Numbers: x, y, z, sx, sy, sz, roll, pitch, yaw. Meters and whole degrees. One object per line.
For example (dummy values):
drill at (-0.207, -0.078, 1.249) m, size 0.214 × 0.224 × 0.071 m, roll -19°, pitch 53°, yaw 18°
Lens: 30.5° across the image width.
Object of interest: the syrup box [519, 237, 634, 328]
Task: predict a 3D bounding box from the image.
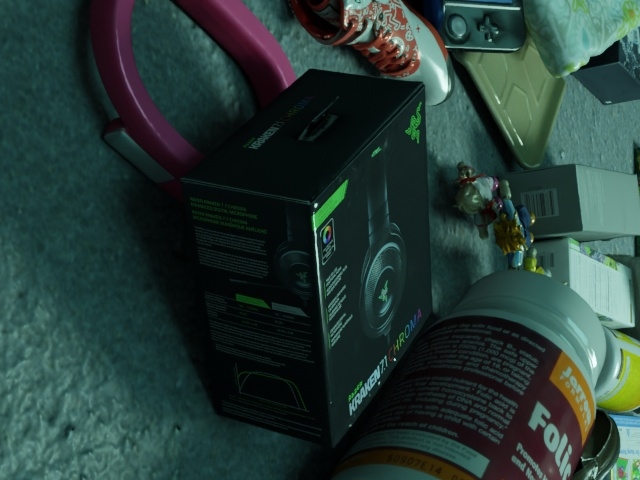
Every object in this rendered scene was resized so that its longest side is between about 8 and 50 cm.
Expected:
syrup box at (0.372, 0.069, 1.720) m, size 0.237 × 0.093 × 0.096 m, roll 18°, pitch 69°, yaw -52°

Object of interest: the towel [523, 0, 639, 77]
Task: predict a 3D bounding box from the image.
towel at (0.381, -0.445, 1.754) m, size 0.374 × 0.090 × 0.320 m, roll -34°, pitch 97°, yaw -43°

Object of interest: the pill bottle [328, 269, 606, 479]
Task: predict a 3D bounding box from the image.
pill bottle at (0.172, 0.216, 1.293) m, size 0.392 × 0.224 × 0.224 m, roll -51°, pitch 124°, yaw -46°

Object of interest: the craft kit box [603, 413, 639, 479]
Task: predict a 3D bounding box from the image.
craft kit box at (0.483, 0.401, 1.851) m, size 0.250 × 0.061 × 0.246 m, roll 16°, pitch 69°, yaw -53°

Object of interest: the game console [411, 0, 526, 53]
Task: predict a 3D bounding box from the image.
game console at (0.188, -0.396, 1.465) m, size 0.250 × 0.173 × 0.293 m, roll -3°, pitch 87°, yaw -30°

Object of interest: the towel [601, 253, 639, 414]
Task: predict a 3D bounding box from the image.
towel at (0.521, 0.153, 1.841) m, size 0.049 × 0.187 × 0.282 m, roll -27°, pitch 106°, yaw -32°

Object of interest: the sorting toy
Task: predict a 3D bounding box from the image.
sorting toy at (0.285, -0.279, 1.718) m, size 0.229 × 0.041 × 0.307 m, roll 51°, pitch 45°, yaw -30°

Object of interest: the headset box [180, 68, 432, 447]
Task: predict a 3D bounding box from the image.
headset box at (0.000, 0.000, 1.105) m, size 0.246 × 0.131 × 0.283 m, roll -47°, pitch 140°, yaw -49°

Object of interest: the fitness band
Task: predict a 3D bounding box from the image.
fitness band at (-0.111, -0.144, 1.112) m, size 0.291 × 0.054 × 0.209 m, roll 41°, pitch 51°, yaw -45°

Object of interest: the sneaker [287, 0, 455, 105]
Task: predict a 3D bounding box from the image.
sneaker at (0.051, -0.236, 1.330) m, size 0.270 × 0.090 × 0.145 m, roll 59°, pitch 42°, yaw -24°

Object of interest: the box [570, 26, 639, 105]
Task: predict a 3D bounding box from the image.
box at (0.486, -0.330, 1.960) m, size 0.156 × 0.093 × 0.158 m, roll 24°, pitch 65°, yaw -51°

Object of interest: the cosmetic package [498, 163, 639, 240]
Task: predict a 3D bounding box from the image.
cosmetic package at (0.368, -0.049, 1.711) m, size 0.238 × 0.127 × 0.107 m, roll -2°, pitch 85°, yaw -57°

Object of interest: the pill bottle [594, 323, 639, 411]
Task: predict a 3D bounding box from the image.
pill bottle at (0.428, 0.192, 1.755) m, size 0.215 × 0.117 × 0.117 m, roll 22°, pitch 66°, yaw -51°

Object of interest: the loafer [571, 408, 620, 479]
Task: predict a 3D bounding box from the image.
loafer at (0.368, 0.310, 1.679) m, size 0.220 × 0.080 × 0.078 m, roll -53°, pitch 126°, yaw -45°

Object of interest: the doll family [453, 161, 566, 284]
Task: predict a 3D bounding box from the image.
doll family at (0.251, 0.019, 1.506) m, size 0.163 × 0.118 × 0.263 m, roll -18°, pitch 97°, yaw -71°

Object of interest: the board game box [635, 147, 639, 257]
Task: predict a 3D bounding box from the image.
board game box at (0.608, -0.027, 2.132) m, size 0.136 × 0.030 × 0.259 m, roll 22°, pitch 66°, yaw -49°
